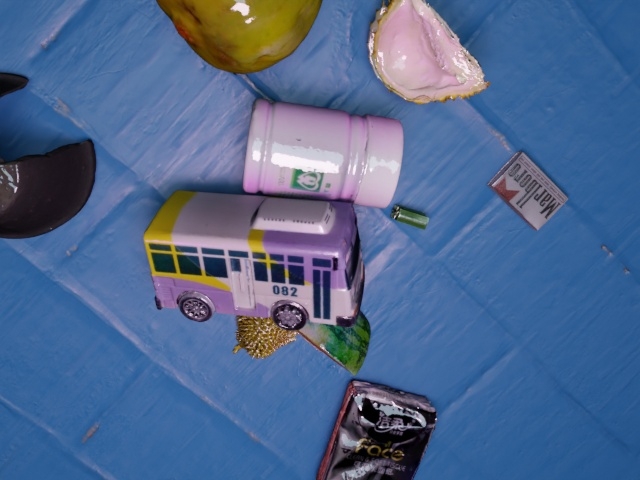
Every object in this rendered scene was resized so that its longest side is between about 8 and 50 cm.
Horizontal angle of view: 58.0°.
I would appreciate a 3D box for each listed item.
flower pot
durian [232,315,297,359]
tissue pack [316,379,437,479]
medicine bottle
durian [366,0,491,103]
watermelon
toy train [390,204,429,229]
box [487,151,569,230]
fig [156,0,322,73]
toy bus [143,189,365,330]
[{"bbox_3d":[-0.699,-0.154,1.203,0.380,0.251,0.379,-2,105,-6],"label":"flower pot"},{"bbox_3d":[-0.162,0.222,1.413,0.208,0.102,0.146,-39,78,32],"label":"durian"},{"bbox_3d":[0.140,0.545,1.512,0.245,0.123,0.332,16,101,-12],"label":"tissue pack"},{"bbox_3d":[-0.001,-0.189,1.281,0.326,0.212,0.211,6,102,-8],"label":"medicine bottle"},{"bbox_3d":[0.210,-0.416,1.288,0.196,0.185,0.305,-37,100,23],"label":"durian"},{"bbox_3d":[0.035,0.209,1.441,0.231,0.128,0.146,42,78,-11],"label":"watermelon"},{"bbox_3d":[0.219,-0.055,1.413,0.093,0.056,0.038,17,102,-9],"label":"toy train"},{"bbox_3d":[0.518,-0.122,1.439,0.177,0.036,0.115,40,97,-13],"label":"box"},{"bbox_3d":[-0.146,-0.513,1.137,0.344,0.343,0.343,-1,103,-5],"label":"fig"},{"bbox_3d":[-0.127,0.029,1.241,0.440,0.209,0.249,5,125,9],"label":"toy bus"}]
